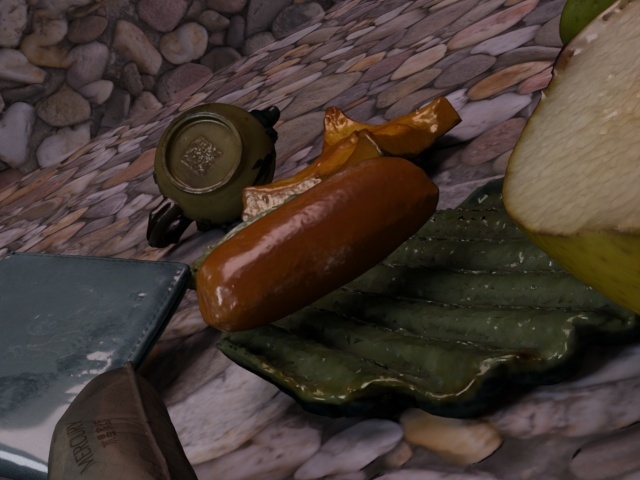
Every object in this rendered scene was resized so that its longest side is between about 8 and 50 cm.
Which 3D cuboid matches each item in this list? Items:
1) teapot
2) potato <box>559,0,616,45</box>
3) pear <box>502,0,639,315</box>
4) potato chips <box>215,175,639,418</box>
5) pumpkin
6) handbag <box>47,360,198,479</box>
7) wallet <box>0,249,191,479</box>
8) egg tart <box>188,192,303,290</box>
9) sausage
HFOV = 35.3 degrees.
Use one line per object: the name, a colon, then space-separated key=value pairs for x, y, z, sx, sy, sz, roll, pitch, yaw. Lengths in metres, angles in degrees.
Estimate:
teapot: x=-0.152 y=-0.093 z=1.457 sx=0.269 sy=0.173 sz=0.182 roll=-53 pitch=-17 yaw=0
potato: x=0.406 y=-0.288 z=1.187 sx=0.253 sy=0.148 sz=0.186 roll=-26 pitch=1 yaw=32
pear: x=0.298 y=-0.066 z=0.613 sx=0.340 sy=0.191 sz=0.386 roll=-37 pitch=15 yaw=21
potato chips: x=0.113 y=0.034 z=0.867 sx=0.358 sy=0.070 sz=0.429 roll=-36 pitch=21 yaw=-29
pumpkin: x=0.051 y=-0.118 z=1.300 sx=0.258 sy=0.095 sz=0.290 roll=-18 pitch=17 yaw=38
handbag: x=-0.140 y=0.201 z=0.696 sx=0.182 sy=0.117 sz=0.270 roll=-70 pitch=21 yaw=5
wallet: x=-0.290 y=0.120 z=1.027 sx=0.251 sy=0.054 sz=0.290 roll=6 pitch=41 yaw=21
egg tart: x=-0.062 y=0.017 z=1.132 sx=0.197 sy=0.078 sz=0.197 roll=-25 pitch=17 yaw=8
sausage: x=0.000 y=0.000 z=0.865 sx=0.238 sy=0.098 sz=0.098 roll=-30 pitch=19 yaw=-17
